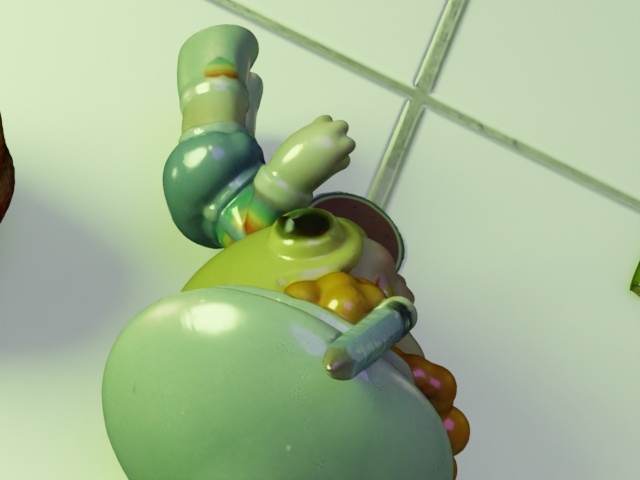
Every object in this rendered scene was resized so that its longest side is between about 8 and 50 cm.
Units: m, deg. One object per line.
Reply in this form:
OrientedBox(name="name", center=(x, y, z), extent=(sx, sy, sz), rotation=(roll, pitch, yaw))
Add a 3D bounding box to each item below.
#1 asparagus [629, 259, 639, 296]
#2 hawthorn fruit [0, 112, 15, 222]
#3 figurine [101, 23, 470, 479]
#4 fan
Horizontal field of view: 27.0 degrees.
OrientedBox(name="asparagus", center=(0.303, -0.042, 1.104), extent=(0.248, 0.024, 0.025), rotation=(-56, 130, -37))
OrientedBox(name="hawthorn fruit", center=(-0.284, -0.038, 0.804), extent=(0.169, 0.169, 0.188), rotation=(41, 58, 8))
OrientedBox(name="figurine", center=(-0.044, 0.042, 0.855), extent=(0.205, 0.225, 0.382), rotation=(-11, 40, -7))
OrientedBox(name="fan", center=(0.000, 0.000, 0.974), extent=(0.133, 0.005, 0.085), rotation=(-2, 60, -23))
